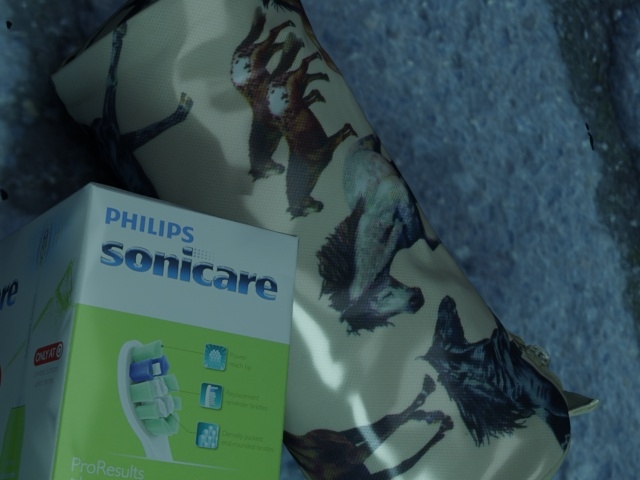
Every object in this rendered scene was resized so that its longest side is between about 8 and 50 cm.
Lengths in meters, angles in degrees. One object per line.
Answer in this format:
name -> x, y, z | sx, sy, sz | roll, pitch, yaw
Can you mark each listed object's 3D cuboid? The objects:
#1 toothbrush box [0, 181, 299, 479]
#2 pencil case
toothbrush box -> -0.122, 0.138, 0.608 | 0.122, 0.206, 0.283 | 15, 71, -29
pencil case -> 0.000, 0.000, 0.750 | 0.183, 0.160, 0.410 | -37, 99, -25
